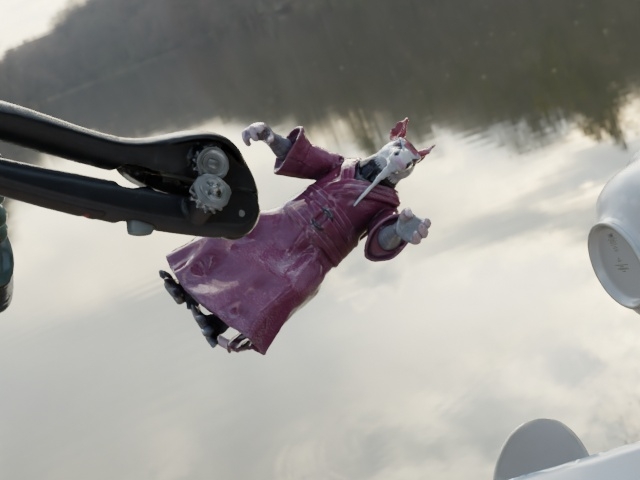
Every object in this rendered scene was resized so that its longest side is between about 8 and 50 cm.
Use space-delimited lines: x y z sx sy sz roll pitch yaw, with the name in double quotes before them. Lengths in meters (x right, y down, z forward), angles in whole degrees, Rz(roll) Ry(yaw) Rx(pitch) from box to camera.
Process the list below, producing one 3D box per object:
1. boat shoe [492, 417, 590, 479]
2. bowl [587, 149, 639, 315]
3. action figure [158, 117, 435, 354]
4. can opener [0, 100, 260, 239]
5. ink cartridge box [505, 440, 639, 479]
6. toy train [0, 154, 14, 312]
"boat shoe" 0.271 0.384 1.223 0.127 0.158 0.341 -8 49 11
"bowl" 0.498 0.015 1.619 0.134 0.298 0.298 -23 13 -16
"action figure" 0.000 0.000 1.318 0.370 0.248 0.276 -37 -24 -9
"can opener" -0.114 -0.033 0.542 0.186 0.059 0.073 8 -17 -33
"ink cartridge box" 0.121 0.156 0.397 0.090 0.143 0.092 -20 39 11
"toy train" -0.374 0.003 0.963 0.190 0.142 0.334 -20 -17 -22
